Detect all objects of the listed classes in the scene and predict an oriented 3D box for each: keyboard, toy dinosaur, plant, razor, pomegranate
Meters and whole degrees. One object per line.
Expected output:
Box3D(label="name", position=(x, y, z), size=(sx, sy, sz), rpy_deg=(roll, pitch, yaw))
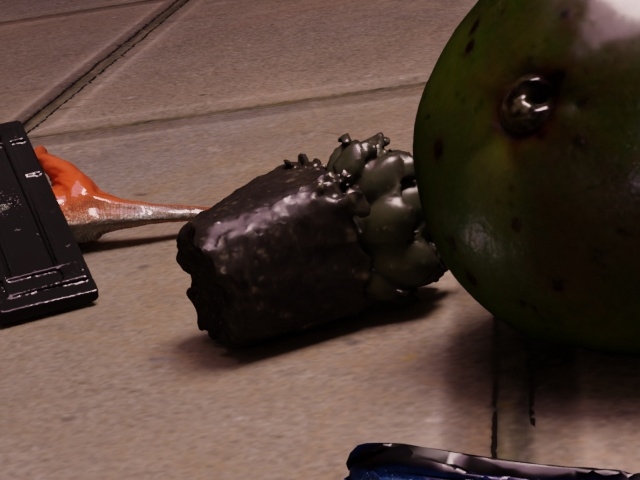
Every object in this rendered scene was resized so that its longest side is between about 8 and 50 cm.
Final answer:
Box3D(label="keyboard", position=(-0.190, -0.016, 0.986), size=(0.061, 0.013, 0.204), rpy_deg=(-14, 37, -16))
Box3D(label="toy dinosaur", position=(-0.162, -0.022, 1.049), size=(0.279, 0.055, 0.101), rpy_deg=(-13, 31, -13))
Box3D(label="plant", position=(0.000, 0.000, 0.822), size=(0.143, 0.092, 0.094), rpy_deg=(-21, 11, -17))
Box3D(label="razor", position=(0.150, 0.084, 0.508), size=(0.324, 0.093, 0.056), rpy_deg=(-5, 51, 27))
Box3D(label="pomegranate", position=(0.150, -0.036, 0.734), size=(0.187, 0.187, 0.225), rpy_deg=(4, -3, 39))
